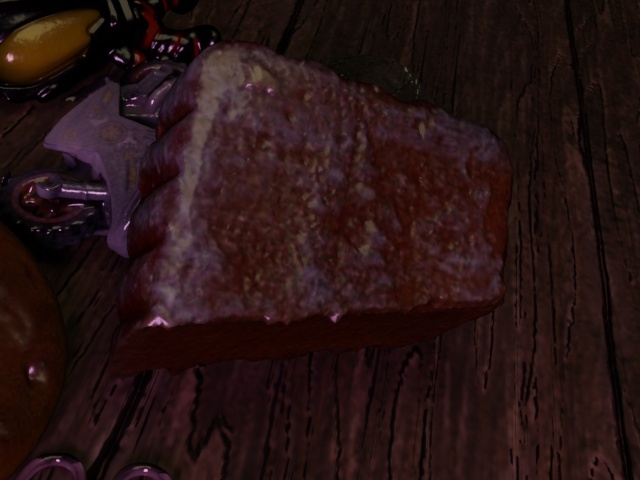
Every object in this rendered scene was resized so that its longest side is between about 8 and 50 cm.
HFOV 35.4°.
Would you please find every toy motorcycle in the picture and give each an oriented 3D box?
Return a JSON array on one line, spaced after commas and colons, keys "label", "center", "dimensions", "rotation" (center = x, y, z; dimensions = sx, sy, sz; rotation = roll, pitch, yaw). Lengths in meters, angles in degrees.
[{"label": "toy motorcycle", "center": [-0.122, -0.062, 0.697], "dimensions": [0.123, 0.080, 0.215], "rotation": [21, 45, 11]}]

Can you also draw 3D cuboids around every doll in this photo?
[{"label": "doll", "center": [-0.200, -0.179, 0.815], "dimensions": [0.249, 0.088, 0.127], "rotation": [-8, 44, -36]}]

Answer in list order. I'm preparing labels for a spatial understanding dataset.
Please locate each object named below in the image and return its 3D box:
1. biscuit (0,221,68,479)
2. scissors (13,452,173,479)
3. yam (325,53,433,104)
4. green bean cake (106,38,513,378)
[{"label": "biscuit", "center": [-0.228, 0.045, 0.515], "dimensions": [0.212, 0.036, 0.212], "rotation": [21, 45, -22]}, {"label": "scissors", "center": [-0.116, 0.166, 0.460], "dimensions": [0.086, 0.022, 0.176], "rotation": [9, 35, -5]}, {"label": "yam", "center": [0.001, -0.073, 0.752], "dimensions": [0.107, 0.107, 0.183], "rotation": [33, 41, 19]}, {"label": "green bean cake", "center": [0.000, 0.000, 0.611], "dimensions": [0.233, 0.097, 0.198], "rotation": [13, 72, -22]}]
